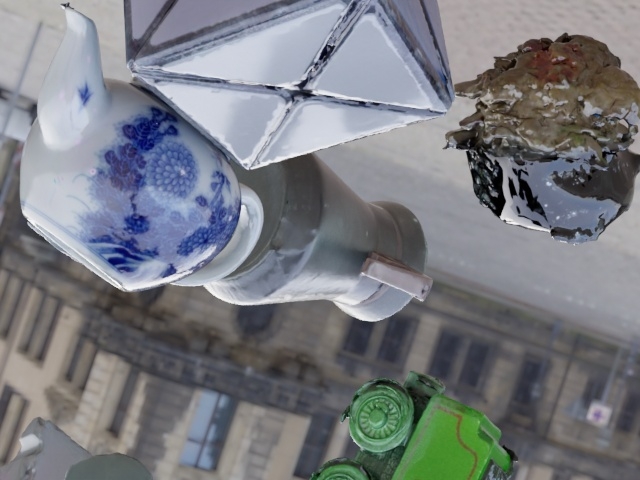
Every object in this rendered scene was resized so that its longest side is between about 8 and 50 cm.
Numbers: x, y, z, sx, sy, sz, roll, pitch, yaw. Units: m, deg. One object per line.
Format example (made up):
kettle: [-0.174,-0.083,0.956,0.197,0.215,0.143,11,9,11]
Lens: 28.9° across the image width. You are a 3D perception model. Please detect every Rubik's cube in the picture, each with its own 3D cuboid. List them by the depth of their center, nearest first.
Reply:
Rubik's cube: [-0.035,-0.253,1.241,0.255,0.259,0.260,-15,152,17]

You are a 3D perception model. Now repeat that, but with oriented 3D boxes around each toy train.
toy train: [0.103,0.275,1.411,0.188,0.243,0.132,21,168,26]

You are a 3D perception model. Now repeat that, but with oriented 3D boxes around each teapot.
teapot: [-0.190,-0.091,1.398,0.252,0.280,0.424,28,165,41]
teapot: [0.000,0.000,1.836,0.300,0.253,0.344,28,-173,42]

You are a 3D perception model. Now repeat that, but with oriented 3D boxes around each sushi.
sushi: [0.297,-0.140,1.579,0.238,0.218,0.225,-19,-141,-27]

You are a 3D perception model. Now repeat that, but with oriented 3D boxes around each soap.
soap: [-0.441,0.419,1.733,0.159,0.257,0.302,35,138,-30]

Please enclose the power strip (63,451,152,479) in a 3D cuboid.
power strip: [-0.139,0.258,0.753,0.054,0.167,0.253,10,135,3]
